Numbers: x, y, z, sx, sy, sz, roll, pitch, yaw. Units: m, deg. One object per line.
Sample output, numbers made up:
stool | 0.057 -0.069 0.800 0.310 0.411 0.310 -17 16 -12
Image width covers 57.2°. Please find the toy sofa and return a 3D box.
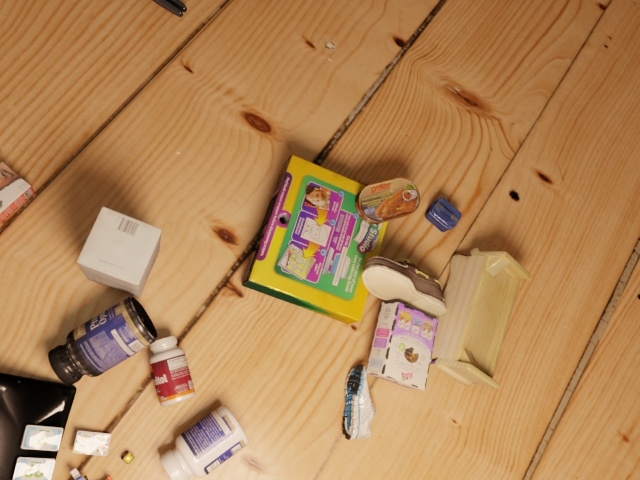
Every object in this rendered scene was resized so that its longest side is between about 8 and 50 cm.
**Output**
toy sofa | 0.435 0.213 1.642 0.150 0.177 0.363 35 68 -32

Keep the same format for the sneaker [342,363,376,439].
sneaker | 0.108 0.421 1.529 0.082 0.071 0.191 14 76 -27

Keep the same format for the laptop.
laptop | -0.818 0.461 1.265 0.407 0.236 0.382 25 69 -40

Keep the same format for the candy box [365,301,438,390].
candy box | 0.219 0.280 1.557 0.164 0.070 0.196 27 70 -33

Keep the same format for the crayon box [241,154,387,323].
crayon box | 0.000 0.000 1.568 0.312 0.106 0.363 22 72 -14

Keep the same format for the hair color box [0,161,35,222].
hair color box | -0.779 -0.094 1.390 0.093 0.053 0.167 40 69 -3

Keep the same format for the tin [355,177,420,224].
tin | 0.181 -0.107 1.581 0.189 0.040 0.106 -15 86 -23

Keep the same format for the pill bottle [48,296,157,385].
pill bottle | -0.499 0.234 1.348 0.219 0.123 0.123 -31 87 -8

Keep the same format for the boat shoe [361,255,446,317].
boat shoe | 0.223 0.109 1.559 0.324 0.116 0.097 30 49 -38

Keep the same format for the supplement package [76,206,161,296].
supplement package | -0.456 0.035 1.351 0.138 0.244 0.134 23 73 -11

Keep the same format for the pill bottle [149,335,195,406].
pill bottle | -0.358 0.310 1.400 0.086 0.086 0.152 -15 81 -19

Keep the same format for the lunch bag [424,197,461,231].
lunch bag | 0.358 -0.078 1.714 0.098 0.065 0.067 38 70 -5

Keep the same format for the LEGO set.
LEGO set | -0.540 0.514 1.292 0.244 0.060 0.183 16 74 -27

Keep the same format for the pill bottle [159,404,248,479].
pill bottle | -0.273 0.483 1.369 0.186 0.112 0.112 -32 87 -21

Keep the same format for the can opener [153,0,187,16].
can opener | -0.457 -0.686 1.626 0.186 0.073 0.059 39 61 -14
